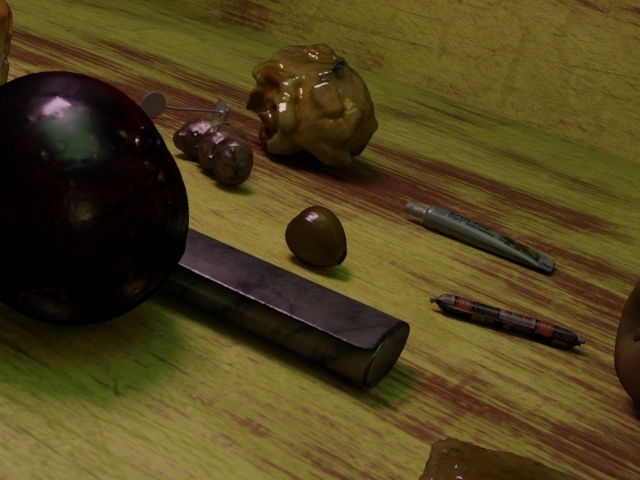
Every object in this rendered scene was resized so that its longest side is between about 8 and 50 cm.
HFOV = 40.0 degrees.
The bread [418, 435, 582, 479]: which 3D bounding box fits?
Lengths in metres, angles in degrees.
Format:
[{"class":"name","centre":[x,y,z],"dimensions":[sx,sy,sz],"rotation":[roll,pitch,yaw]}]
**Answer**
[{"class":"bread","centre":[0.117,0.205,0.564],"dimensions":[0.138,0.102,0.196],"rotation":[22,18,12]}]

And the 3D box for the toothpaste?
[{"class":"toothpaste","centre":[0.254,-0.008,1.412],"dimensions":[0.255,0.037,0.067],"rotation":[25,20,15]}]

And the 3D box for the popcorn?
[{"class":"popcorn","centre":[-0.012,-0.250,1.633],"dimensions":[0.252,0.215,0.286],"rotation":[13,21,-28]}]

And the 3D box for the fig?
[{"class":"fig","centre":[0.000,0.000,1.124],"dimensions":[0.088,0.074,0.074],"rotation":[43,29,24]}]

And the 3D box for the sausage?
[{"class":"sausage","centre":[0.230,0.100,1.087],"dimensions":[0.198,0.025,0.028],"rotation":[15,33,1]}]

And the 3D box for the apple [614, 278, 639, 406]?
[{"class":"apple","centre":[0.416,0.113,0.938],"dimensions":[0.173,0.188,0.188],"rotation":[23,17,-7]}]

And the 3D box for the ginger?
[{"class":"ginger","centre":[-0.162,-0.145,1.405],"dimensions":[0.104,0.080,0.204],"rotation":[-12,27,-27]}]

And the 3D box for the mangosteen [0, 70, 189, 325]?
[{"class":"mangosteen","centre":[-0.258,-0.026,0.810],"dimensions":[0.261,0.236,0.235],"rotation":[-22,12,14]}]

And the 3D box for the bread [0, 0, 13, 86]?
[{"class":"bread","centre":[-0.582,-0.330,1.415],"dimensions":[0.162,0.204,0.262],"rotation":[-3,29,-38]}]

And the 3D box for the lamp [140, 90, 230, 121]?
[{"class":"lamp","centre":[-0.266,-0.259,1.704],"dimensions":[0.198,0.050,0.056],"rotation":[1,26,-42]}]

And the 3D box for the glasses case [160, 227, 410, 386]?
[{"class":"glasses case","centre":[-0.060,0.058,0.915],"dimensions":[0.299,0.060,0.114],"rotation":[22,19,20]}]
